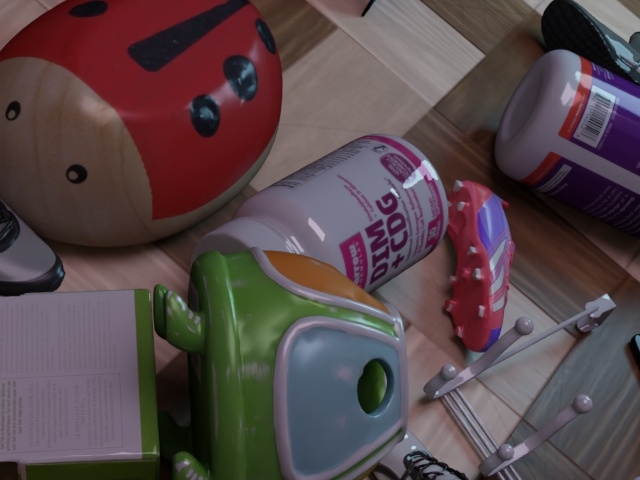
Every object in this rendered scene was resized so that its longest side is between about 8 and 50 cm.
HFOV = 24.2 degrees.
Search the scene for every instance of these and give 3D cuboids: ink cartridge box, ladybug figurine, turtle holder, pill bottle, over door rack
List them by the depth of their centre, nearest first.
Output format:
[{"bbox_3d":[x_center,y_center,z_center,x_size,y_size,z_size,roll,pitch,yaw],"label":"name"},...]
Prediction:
[{"bbox_3d":[-0.034,0.165,1.411,0.227,0.243,0.320,-3,71,-11],"label":"turtle holder"},{"bbox_3d":[-0.284,0.150,1.414,0.255,0.097,0.189,-2,54,-8],"label":"ink cartridge box"},{"bbox_3d":[0.000,0.000,1.649,0.160,0.160,0.283,48,47,12],"label":"pill bottle"},{"bbox_3d":[-0.195,-0.171,1.671,0.305,0.162,0.449,40,45,4],"label":"ladybug figurine"},{"bbox_3d":[0.304,0.194,1.710,0.324,0.108,0.239,-19,67,-39],"label":"over door rack"},{"bbox_3d":[0.403,-0.108,1.958,0.323,0.181,0.181,25,46,-12],"label":"pill bottle"}]

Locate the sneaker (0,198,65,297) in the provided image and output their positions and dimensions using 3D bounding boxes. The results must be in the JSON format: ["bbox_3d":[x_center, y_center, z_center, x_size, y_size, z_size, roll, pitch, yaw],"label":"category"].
[{"bbox_3d":[-0.373,-0.033,1.495,0.271,0.108,0.100,35,43,-3],"label":"sneaker"}]

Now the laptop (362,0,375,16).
[{"bbox_3d":[0.207,-0.415,2.052,0.264,0.234,0.136,6,53,-26],"label":"laptop"}]

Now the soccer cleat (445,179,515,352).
[{"bbox_3d":[0.202,0.031,1.804,0.095,0.083,0.248,17,45,-24],"label":"soccer cleat"}]

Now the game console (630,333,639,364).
[{"bbox_3d":[0.481,0.152,1.862,0.144,0.085,0.124,2,54,-30],"label":"game console"}]

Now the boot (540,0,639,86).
[{"bbox_3d":[0.439,-0.273,2.198,0.246,0.083,0.161,46,39,2],"label":"boot"}]

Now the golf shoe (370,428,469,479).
[{"bbox_3d":[0.118,0.253,1.563,0.077,0.094,0.198,-18,64,-38],"label":"golf shoe"}]
